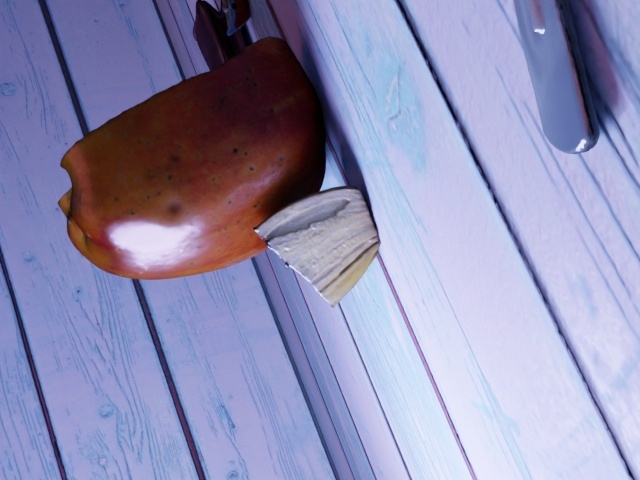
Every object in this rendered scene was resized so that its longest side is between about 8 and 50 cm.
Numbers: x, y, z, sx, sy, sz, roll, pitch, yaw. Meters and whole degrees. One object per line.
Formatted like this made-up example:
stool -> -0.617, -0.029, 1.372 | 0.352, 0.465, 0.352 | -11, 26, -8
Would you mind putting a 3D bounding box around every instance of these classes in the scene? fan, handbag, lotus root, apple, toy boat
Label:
fan -> 0.102, -0.181, 0.403 | 0.057, 0.023, 0.282 | -118, 10, -80
handbag -> -0.163, -0.323, 1.376 | 0.203, 0.074, 0.216 | 149, 100, -80
lotus root -> 0.004, -0.001, 0.955 | 0.159, 0.135, 0.095 | 60, 177, -29
apple -> -0.164, -0.098, 0.998 | 0.295, 0.365, 0.328 | 32, 141, 44
toy boat -> -0.162, -0.421, 1.221 | 0.069, 0.059, 0.173 | -161, 52, -77
